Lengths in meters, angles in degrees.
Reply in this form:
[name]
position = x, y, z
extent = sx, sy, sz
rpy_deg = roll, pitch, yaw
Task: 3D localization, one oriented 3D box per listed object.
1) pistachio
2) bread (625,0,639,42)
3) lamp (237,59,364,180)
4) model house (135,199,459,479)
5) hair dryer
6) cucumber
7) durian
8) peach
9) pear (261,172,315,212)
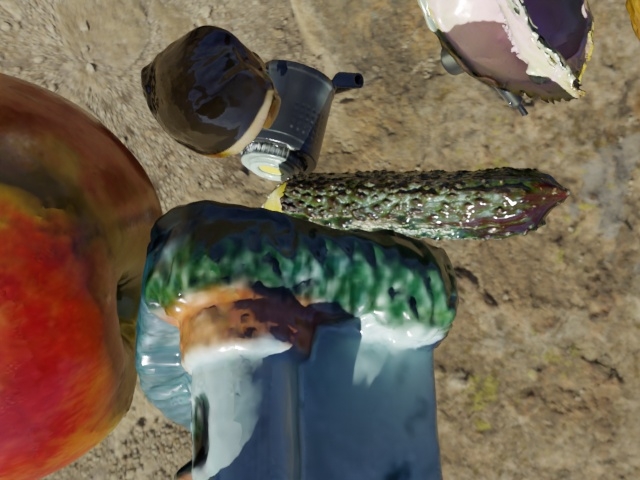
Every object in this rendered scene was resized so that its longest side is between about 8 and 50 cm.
[pistachio]
position = -0.146, -0.190, 0.920
extent = 0.210, 0.131, 0.165
rpy_deg = 10, 105, 25
[bread]
position = 0.317, -0.198, 0.502
extent = 0.340, 0.179, 0.194
rpy_deg = 1, 67, -28
[lamp]
position = -0.079, -0.276, 1.697
extent = 0.374, 0.205, 0.271
rpy_deg = 1, 87, -41
[model house]
position = -0.016, 0.158, 0.421
extent = 0.185, 0.253, 0.291
rpy_deg = 2, 59, -16
[hair dryer]
position = 0.414, -0.371, 1.593
extent = 0.248, 0.196, 0.077
rpy_deg = 41, 63, -27
[cucumber]
position = 0.119, -0.042, 0.877
extent = 0.096, 0.360, 0.096
rpy_deg = -8, 100, -56
[durian]
position = 0.213, -0.307, 0.926
extent = 0.305, 0.196, 0.185
rpy_deg = 50, 57, -10
[peach]
position = -0.332, 0.031, 0.626
extent = 0.389, 0.388, 0.387
rpy_deg = -4, 105, -17
[pear]
position = -0.002, -0.001, 1.572
extent = 0.267, 0.178, 0.266
rpy_deg = -4, 136, -4
